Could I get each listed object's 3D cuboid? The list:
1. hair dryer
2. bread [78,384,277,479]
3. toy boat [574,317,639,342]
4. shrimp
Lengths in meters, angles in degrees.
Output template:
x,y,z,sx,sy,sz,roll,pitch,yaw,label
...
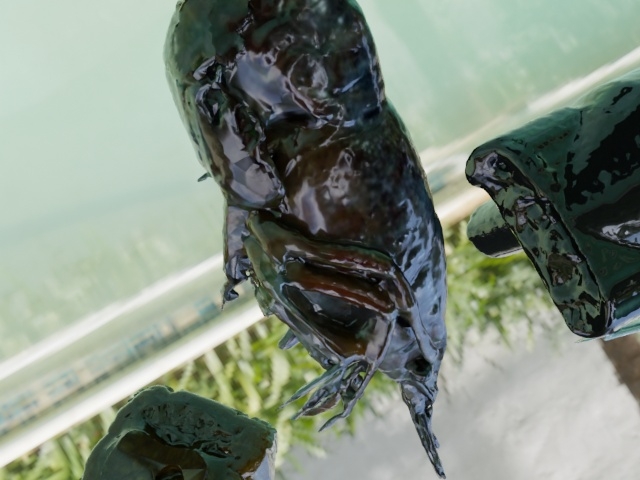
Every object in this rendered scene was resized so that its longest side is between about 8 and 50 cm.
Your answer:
x,y,z,sx,sy,sz,roll,pitch,yaw,label
0.149,-0.019,0.722,0.244,0.116,0.302,-23,177,-30,hair dryer
-0.168,0.278,1.459,0.192,0.209,0.110,-60,153,-27,bread
0.412,0.081,1.332,0.291,0.067,0.220,-18,180,-10,toy boat
0.000,-0.002,0.743,0.137,0.372,0.172,-15,-147,-6,shrimp
